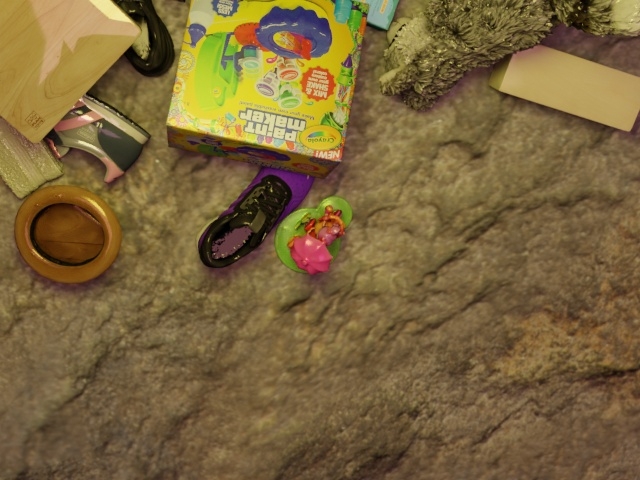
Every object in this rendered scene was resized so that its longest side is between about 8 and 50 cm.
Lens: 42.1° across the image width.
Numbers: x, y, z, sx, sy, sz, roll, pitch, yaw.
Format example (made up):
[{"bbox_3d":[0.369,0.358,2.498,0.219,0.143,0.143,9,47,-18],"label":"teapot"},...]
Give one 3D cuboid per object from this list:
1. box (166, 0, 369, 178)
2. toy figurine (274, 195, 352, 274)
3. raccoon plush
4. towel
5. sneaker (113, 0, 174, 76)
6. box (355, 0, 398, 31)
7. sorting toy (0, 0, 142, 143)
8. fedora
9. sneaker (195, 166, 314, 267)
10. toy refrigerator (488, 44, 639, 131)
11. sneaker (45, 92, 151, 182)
[{"bbox_3d":[-0.094,-0.279,1.425,0.290,0.177,0.279,11,83,-8],"label":"box"},{"bbox_3d":[0.000,0.000,1.539,0.173,0.159,0.130,-44,103,3],"label":"toy figurine"},{"bbox_3d":[0.283,-0.328,1.395,0.216,0.446,0.299,22,98,-37],"label":"raccoon plush"},{"bbox_3d":[-0.548,-0.159,1.511,0.110,0.027,0.148,-31,103,1],"label":"towel"},{"bbox_3d":[-0.335,-0.422,1.429,0.109,0.130,0.286,-26,102,2],"label":"sneaker"},{"bbox_3d":[0.023,-0.468,1.495,0.244,0.060,0.100,19,99,-10],"label":"box"},{"bbox_3d":[-0.463,-0.338,1.328,0.257,0.089,0.255,-43,109,9],"label":"sorting toy"},{"bbox_3d":[-0.456,-0.016,1.525,0.194,0.079,0.194,0,101,0],"label":"fedora"},{"bbox_3d":[-0.109,-0.051,1.522,0.102,0.146,0.293,43,94,-13],"label":"sneaker"},{"bbox_3d":[0.465,-0.297,1.567,0.270,0.094,0.102,15,106,-9],"label":"toy refrigerator"},{"bbox_3d":[-0.467,-0.220,1.465,0.319,0.112,0.131,31,94,-10],"label":"sneaker"}]
